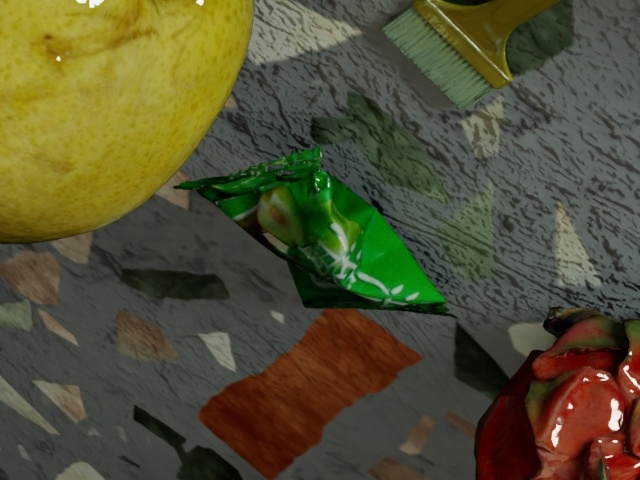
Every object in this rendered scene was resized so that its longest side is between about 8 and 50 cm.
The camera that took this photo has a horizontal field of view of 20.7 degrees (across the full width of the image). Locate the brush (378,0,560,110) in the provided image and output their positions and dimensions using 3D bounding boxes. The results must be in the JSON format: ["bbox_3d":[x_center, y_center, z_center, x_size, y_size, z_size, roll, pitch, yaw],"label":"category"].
[{"bbox_3d":[0.121,-0.147,1.109,0.083,0.011,0.205,44,146,-11],"label":"brush"}]

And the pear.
[{"bbox_3d":[-0.208,-0.144,1.147,0.314,0.314,0.314,24,146,18],"label":"pear"}]

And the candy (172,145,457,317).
[{"bbox_3d":[0.003,-0.003,1.342,0.141,0.078,0.203,15,155,47],"label":"candy"}]

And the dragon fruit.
[{"bbox_3d":[0.217,0.159,1.266,0.234,0.234,0.293,42,178,-10],"label":"dragon fruit"}]
